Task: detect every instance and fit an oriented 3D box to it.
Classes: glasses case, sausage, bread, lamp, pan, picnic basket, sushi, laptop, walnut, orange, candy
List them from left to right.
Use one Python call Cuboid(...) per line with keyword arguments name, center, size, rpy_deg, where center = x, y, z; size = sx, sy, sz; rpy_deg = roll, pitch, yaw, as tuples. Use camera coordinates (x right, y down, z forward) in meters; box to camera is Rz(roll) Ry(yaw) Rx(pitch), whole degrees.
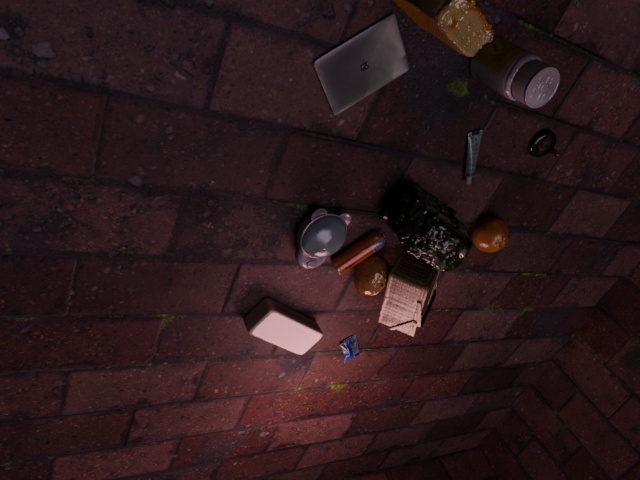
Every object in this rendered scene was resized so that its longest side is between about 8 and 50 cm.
Cuboid(name="glasses case", center=(-0.140, 0.342, 1.979), size=(0.144, 0.076, 0.336), rpy_deg=(-44, 135, 10))
Cuboid(name="lamp", center=(0.000, 0.002, 1.741), size=(0.179, 0.108, 0.246), rpy_deg=(11, 122, -31))
Cuboid(name="candy", center=(0.134, 0.493, 2.301), size=(0.088, 0.038, 0.136), rpy_deg=(-24, 127, -14))
Cuboid(name="sausage", center=(0.151, 0.039, 1.886), size=(0.234, 0.071, 0.071), rpy_deg=(-33, 136, 1))
Cuboid(name="laptop", center=(0.121, -0.498, 1.437), size=(0.269, 0.015, 0.188), rpy_deg=(-32, 136, -2))
Cuboid(name="walnut", center=(0.198, 0.135, 1.954), size=(0.144, 0.144, 0.180), rpy_deg=(9, 114, -35))
Cuboid(name="picnic basket", center=(0.367, 0.206, 2.016), size=(0.228, 0.175, 0.313), rpy_deg=(-50, 155, -46))
Cuboid(name="sushi", center=(0.394, -0.037, 1.803), size=(0.351, 0.294, 0.178), rpy_deg=(23, 118, -43))
Cuboid(name="bread", center=(0.297, -0.590, 1.270), size=(0.184, 0.275, 0.114), rpy_deg=(23, 117, -41))
Cuboid(name="orange", center=(0.717, -0.022, 2.112), size=(0.158, 0.136, 0.159), rpy_deg=(-17, 132, -20))
Cuboid(name="pan", center=(0.897, -0.361, 1.988), size=(0.212, 0.040, 0.115), rpy_deg=(18, 122, -39))

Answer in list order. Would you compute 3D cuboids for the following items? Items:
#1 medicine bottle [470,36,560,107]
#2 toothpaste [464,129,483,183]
Cuboid(name="medicine bottle", center=(0.581, -0.505, 1.520), size=(0.143, 0.258, 0.144), rpy_deg=(-16, 133, -18))
Cuboid(name="toothpaste", center=(0.553, -0.302, 1.845), size=(0.061, 0.037, 0.216), rpy_deg=(-17, 130, -16))
